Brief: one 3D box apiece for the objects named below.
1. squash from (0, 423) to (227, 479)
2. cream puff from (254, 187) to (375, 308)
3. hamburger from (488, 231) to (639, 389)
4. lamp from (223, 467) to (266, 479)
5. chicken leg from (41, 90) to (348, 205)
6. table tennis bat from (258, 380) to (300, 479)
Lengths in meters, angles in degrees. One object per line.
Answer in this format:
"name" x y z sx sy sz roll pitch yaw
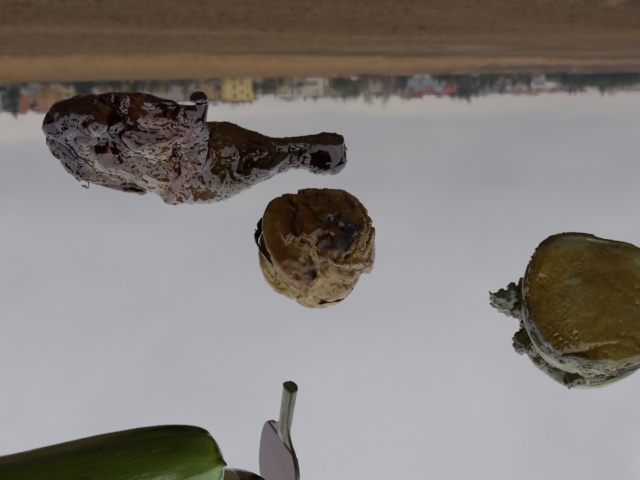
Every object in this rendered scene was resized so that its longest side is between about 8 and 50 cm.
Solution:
"squash" -0.207 0.187 0.551 0.292 0.082 0.082 -10 -168 -6
"cream puff" 0.000 0.000 0.799 0.133 0.119 0.104 -35 168 -30
"hamburger" 0.269 0.077 0.839 0.184 0.159 0.131 11 165 11
"lamp" -0.164 0.374 1.028 0.181 0.182 0.314 8 160 39
"chicken leg" -0.131 -0.103 0.853 0.322 0.083 0.177 13 152 -40
"table tennis bat" -0.060 0.330 1.256 0.022 0.247 0.138 -7 -150 -28
